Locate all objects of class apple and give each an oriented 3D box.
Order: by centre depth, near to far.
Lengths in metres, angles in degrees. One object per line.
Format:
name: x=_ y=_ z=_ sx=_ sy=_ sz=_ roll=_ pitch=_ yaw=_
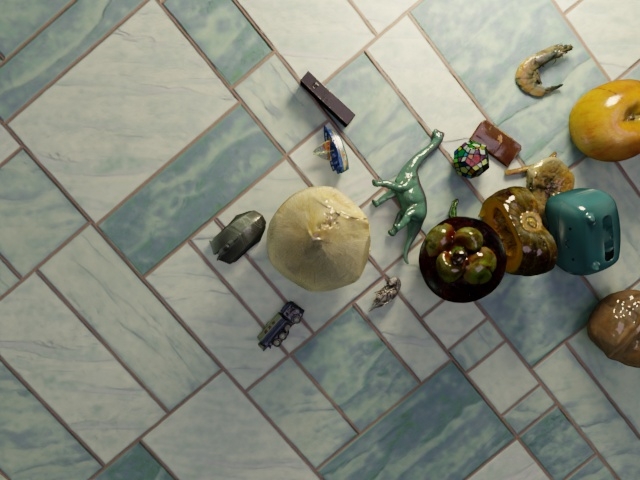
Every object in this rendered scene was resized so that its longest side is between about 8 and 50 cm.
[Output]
apple: x=1.002 y=-0.407 z=1.574 sx=0.285 sy=0.233 sz=0.287 roll=0 pitch=97 yaw=-2

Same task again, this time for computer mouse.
computer mouse: x=-0.290 y=-0.013 z=1.633 sx=0.231 sy=0.071 sz=0.126 roll=-40 pitch=96 yaw=2

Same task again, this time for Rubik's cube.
Rubik's cube: x=0.527 y=-0.281 z=1.624 sx=0.111 sy=0.133 sz=0.133 roll=-9 pitch=97 yaw=25

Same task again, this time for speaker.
speaker: x=0.024 y=-0.482 z=1.597 sx=0.218 sy=0.082 sz=0.044 roll=42 pitch=93 yaw=-4

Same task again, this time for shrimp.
shrimp: x=0.799 y=-0.599 z=1.641 sx=0.217 sy=0.051 sz=0.150 roll=-29 pitch=100 yaw=8
shrimp: x=0.231 y=0.200 z=1.688 sx=0.165 sy=0.056 sz=0.065 roll=-42 pitch=112 yaw=-8

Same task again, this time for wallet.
wallet: x=0.627 y=-0.348 z=1.666 sx=0.176 sy=0.026 sz=0.095 roll=32 pitch=99 yaw=-5

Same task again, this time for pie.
pie: x=0.823 y=-0.192 z=1.668 sx=0.184 sy=0.052 sz=0.219 roll=-15 pitch=105 yaw=-10

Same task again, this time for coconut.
coconut: x=0.000 y=0.000 z=1.505 sx=0.345 sy=0.360 sz=0.347 roll=0 pitch=96 yaw=0

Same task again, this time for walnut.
walnut: x=1.099 y=0.312 z=1.654 sx=0.272 sy=0.227 sz=0.274 roll=0 pitch=92 yaw=-3

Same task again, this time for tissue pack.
tissue pack: x=0.909 y=-0.026 z=1.598 sx=0.198 sy=0.206 sz=0.288 roll=-17 pitch=110 yaw=-8

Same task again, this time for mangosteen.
mangosteen: x=0.469 y=0.072 z=1.563 sx=0.299 sy=0.300 sz=0.301 roll=0 pitch=96 yaw=-3

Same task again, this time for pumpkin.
pumpkin: x=0.671 y=-0.021 z=1.604 sx=0.139 sy=0.222 sz=0.318 roll=-14 pitch=68 yaw=-10

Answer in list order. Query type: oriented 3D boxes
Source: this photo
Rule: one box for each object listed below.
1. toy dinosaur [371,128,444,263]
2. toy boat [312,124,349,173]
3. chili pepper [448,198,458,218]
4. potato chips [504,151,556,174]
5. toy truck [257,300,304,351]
toy dinosaur: x=0.365 y=-0.160 z=1.646 sx=0.330 sy=0.129 sz=0.384 roll=-27 pitch=98 yaw=-9
toy boat: x=0.026 y=-0.311 z=1.607 sx=0.110 sy=0.091 sz=0.175 roll=-16 pitch=92 yaw=-18
chili pepper: x=0.487 y=-0.090 z=1.684 sx=0.055 sy=0.035 sz=0.118 roll=-14 pitch=87 yaw=-14
potato chips: x=0.761 y=-0.271 z=1.680 sx=0.203 sy=0.026 sz=0.037 roll=-20 pitch=94 yaw=0
toy truck: x=-0.146 y=0.310 z=1.677 sx=0.088 sy=0.074 sz=0.202 roll=41 pitch=93 yaw=3
